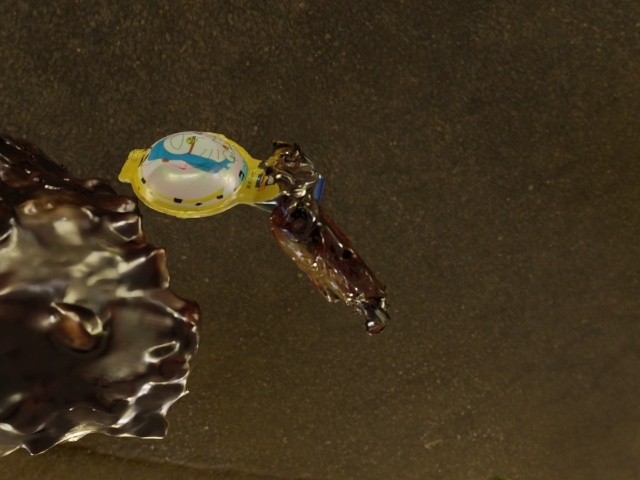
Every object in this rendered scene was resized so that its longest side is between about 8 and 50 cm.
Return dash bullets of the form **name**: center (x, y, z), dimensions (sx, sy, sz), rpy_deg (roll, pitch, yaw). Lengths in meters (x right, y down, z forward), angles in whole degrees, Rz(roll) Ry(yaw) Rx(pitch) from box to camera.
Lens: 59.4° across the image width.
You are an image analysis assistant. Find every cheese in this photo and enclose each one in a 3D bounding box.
- **cheese**: center (-0.120, -0.080, 0.696), dimensions (0.250, 0.156, 0.064), rpy_deg (9, 140, -1)

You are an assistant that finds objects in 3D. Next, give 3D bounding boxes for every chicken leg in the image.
- **chicken leg**: center (0.000, 0.000, 0.489), dimensions (0.051, 0.106, 0.253), rpy_deg (-45, 141, -11)

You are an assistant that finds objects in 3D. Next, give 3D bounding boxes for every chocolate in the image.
- **chocolate**: center (-0.151, 0.043, 0.374), dimensions (0.177, 0.206, 0.224), rpy_deg (8, 123, 11)

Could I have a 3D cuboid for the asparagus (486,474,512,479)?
- **asparagus**: center (0.247, 0.312, 0.585), dimensions (0.060, 0.278, 0.067), rpy_deg (36, 76, -5)
